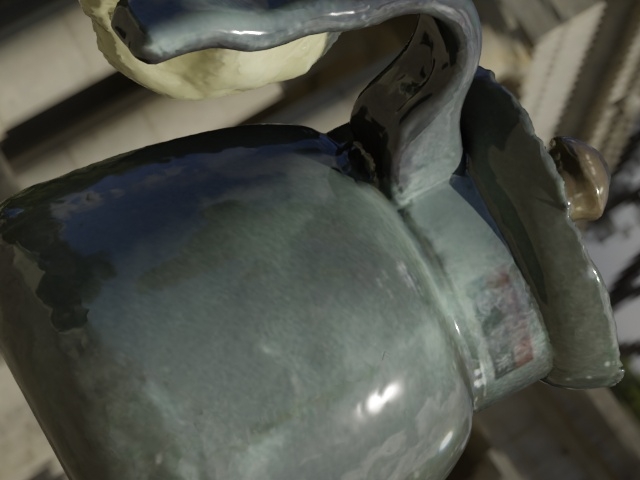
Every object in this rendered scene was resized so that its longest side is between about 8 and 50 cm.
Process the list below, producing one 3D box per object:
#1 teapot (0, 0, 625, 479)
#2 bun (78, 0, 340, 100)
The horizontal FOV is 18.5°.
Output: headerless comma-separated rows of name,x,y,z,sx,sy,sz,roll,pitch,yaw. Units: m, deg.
teapot,-0.006,-0.002,0.869,0.305,0.285,0.223,67,-11,-22
bun,-0.060,-0.187,1.077,0.145,0.229,0.229,17,-39,25
